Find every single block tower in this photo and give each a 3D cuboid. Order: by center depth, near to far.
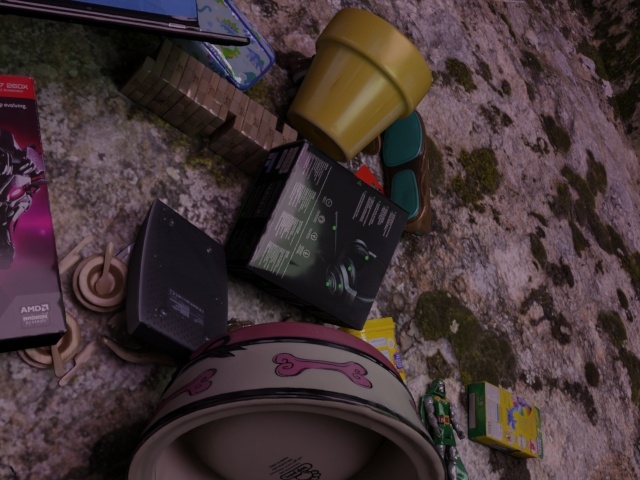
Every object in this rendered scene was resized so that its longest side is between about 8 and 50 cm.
[{"bbox_3d":[-0.190,-0.232,1.177,0.335,0.091,0.097,31,51,-29],"label":"block tower"}]

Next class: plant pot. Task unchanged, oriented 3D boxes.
[{"bbox_3d":[0.062,-0.304,1.321,0.254,0.254,0.239,40,83,-21],"label":"plant pot"}]

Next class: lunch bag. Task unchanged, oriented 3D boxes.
[{"bbox_3d":[-0.201,-0.394,1.250,0.219,0.090,0.176,50,42,-14],"label":"lunch bag"}]

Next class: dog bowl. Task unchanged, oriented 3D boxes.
[{"bbox_3d":[-0.044,0.277,0.863,0.408,0.408,0.150,35,30,-26],"label":"dog bowl"}]

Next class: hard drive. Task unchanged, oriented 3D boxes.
[{"bbox_3d":[-0.215,0.068,0.963,0.172,0.054,0.255,40,27,-36],"label":"hard drive"}]

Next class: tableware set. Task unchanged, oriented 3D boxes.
[{"bbox_3d":[-0.338,0.095,0.892,0.128,0.039,0.194,47,55,-15],"label":"tableware set"}]

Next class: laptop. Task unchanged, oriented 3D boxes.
[{"bbox_3d":[-0.345,-0.452,0.979,0.381,0.408,0.237,-2,109,-28],"label":"laptop"}]

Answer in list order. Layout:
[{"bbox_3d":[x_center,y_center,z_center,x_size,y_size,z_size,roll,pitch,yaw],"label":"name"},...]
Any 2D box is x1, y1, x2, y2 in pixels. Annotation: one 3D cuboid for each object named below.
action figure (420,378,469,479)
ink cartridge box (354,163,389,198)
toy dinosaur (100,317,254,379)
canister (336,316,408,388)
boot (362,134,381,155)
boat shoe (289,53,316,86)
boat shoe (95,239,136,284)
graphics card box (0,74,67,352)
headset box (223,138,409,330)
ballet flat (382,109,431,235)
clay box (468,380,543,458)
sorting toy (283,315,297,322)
[{"bbox_3d":[0.251,0.399,1.304,0.137,0.063,0.232,17,56,-33],"label":"action figure"},{"bbox_3d":[0.114,-0.082,1.422,0.145,0.045,0.179,53,47,-11],"label":"ink cartridge box"},{"bbox_3d":[-0.201,0.184,0.975,0.268,0.064,0.118,-1,53,-50],"label":"toy dinosaur"},{"bbox_3d":[0.105,0.243,1.233,0.126,0.073,0.170,0,72,-44],"label":"canister"},{"bbox_3d":[0.124,-0.305,1.522,0.152,0.072,0.197,-23,89,-51],"label":"boot"},{"bbox_3d":[0.004,-0.399,1.457,0.183,0.066,0.066,-17,81,-46],"label":"boat shoe"},{"bbox_3d":[-0.304,0.037,0.978,0.035,0.035,0.100,51,48,-15],"label":"boat shoe"},{"bbox_3d":[-0.467,-0.037,0.799,0.232,0.094,0.371,-3,73,-34],"label":"graphics card box"},{"bbox_3d":[0.000,0.000,1.153,0.283,0.131,0.247,30,75,-28],"label":"headset box"},{"bbox_3d":[0.219,-0.155,1.514,0.124,0.116,0.343,43,37,-48],"label":"ballet flat"},{"bbox_3d":[0.430,0.420,1.462,0.222,0.053,0.128,30,52,-31],"label":"clay box"},{"bbox_3d":[-0.019,0.310,1.105,0.307,0.041,0.229,55,44,-7],"label":"sorting toy"}]
